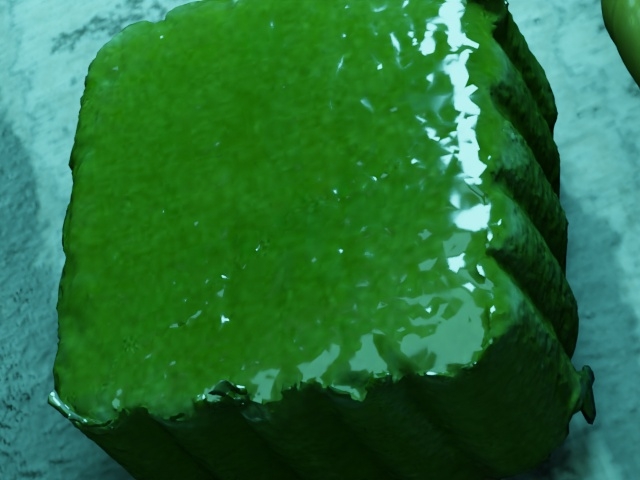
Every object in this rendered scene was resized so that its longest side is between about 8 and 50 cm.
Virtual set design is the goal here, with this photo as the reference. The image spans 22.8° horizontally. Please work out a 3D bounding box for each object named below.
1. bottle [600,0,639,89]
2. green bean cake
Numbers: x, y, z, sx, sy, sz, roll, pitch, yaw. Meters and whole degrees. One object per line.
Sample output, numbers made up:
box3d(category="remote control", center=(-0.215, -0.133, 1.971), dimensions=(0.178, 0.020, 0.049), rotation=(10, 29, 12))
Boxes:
box3d(category="bottle", center=(0.263, -0.013, 0.706), dimensions=(0.171, 0.171, 0.351), rotation=(-24, 57, 9))
box3d(category="green bean cake", center=(0.000, 0.000, 0.813), dimensions=(0.247, 0.156, 0.250), rotation=(-11, 58, 18))
